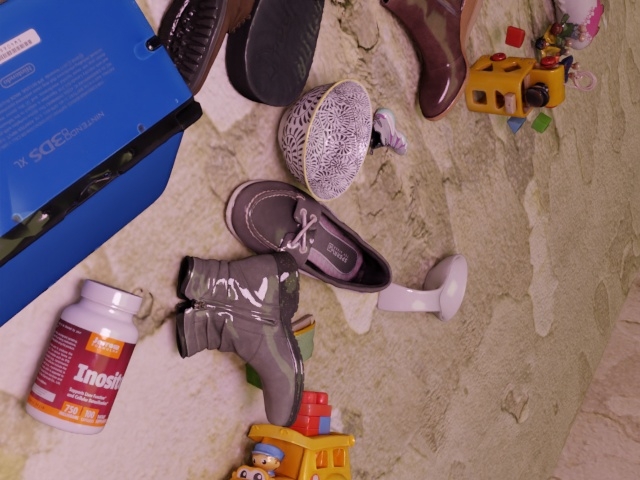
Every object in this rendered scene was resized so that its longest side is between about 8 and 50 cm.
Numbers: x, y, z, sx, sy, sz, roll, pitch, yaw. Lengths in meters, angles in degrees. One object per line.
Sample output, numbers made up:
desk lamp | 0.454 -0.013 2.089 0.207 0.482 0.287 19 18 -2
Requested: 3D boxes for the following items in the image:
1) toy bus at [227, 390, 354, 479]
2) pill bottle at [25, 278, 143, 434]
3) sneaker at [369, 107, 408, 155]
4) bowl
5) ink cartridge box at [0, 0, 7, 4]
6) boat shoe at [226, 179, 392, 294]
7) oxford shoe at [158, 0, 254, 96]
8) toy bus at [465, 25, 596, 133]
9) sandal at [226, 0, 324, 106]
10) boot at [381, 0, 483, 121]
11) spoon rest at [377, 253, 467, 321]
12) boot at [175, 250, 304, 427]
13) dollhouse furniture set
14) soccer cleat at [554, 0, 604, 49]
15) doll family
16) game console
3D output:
toy bus | -0.046 0.330 1.125 0.220 0.149 0.211 14 78 -52
pill bottle | -0.248 0.122 0.809 0.086 0.086 0.152 28 80 -54
sneaker | 0.102 -0.159 1.226 0.069 0.038 0.098 -55 130 -23
bowl | -0.005 -0.144 1.038 0.170 0.080 0.170 -36 136 -45
ink cartridge box | -0.265 -0.374 0.627 0.239 0.060 0.275 -59 142 -22
boat shoe | 0.000 0.000 1.091 0.335 0.096 0.112 31 77 -54
oxford shoe | -0.115 -0.257 0.856 0.096 0.083 0.227 26 82 -59
toy bus | 0.371 -0.281 1.418 0.104 0.191 0.202 -46 180 -33
sandal | 0.000 -0.385 0.940 0.168 0.107 0.445 2 101 -54
boot | 0.163 -0.338 1.225 0.207 0.090 0.248 16 90 -42
spoon rest | 0.217 0.098 1.432 0.276 0.084 0.137 -6 107 -52
boot | -0.111 0.133 0.981 0.161 0.083 0.246 -6 99 -25
dollhouse furniture set | -0.040 0.172 1.132 0.152 0.059 0.076 -25 122 -47
soccer cleat | 0.522 -0.558 1.605 0.143 0.116 0.331 -22 126 -20
doll family | 0.495 -0.386 1.622 0.111 0.076 0.192 -5 105 -34
game console | -0.271 -0.073 0.705 0.293 0.173 0.250 -46 117 -35
